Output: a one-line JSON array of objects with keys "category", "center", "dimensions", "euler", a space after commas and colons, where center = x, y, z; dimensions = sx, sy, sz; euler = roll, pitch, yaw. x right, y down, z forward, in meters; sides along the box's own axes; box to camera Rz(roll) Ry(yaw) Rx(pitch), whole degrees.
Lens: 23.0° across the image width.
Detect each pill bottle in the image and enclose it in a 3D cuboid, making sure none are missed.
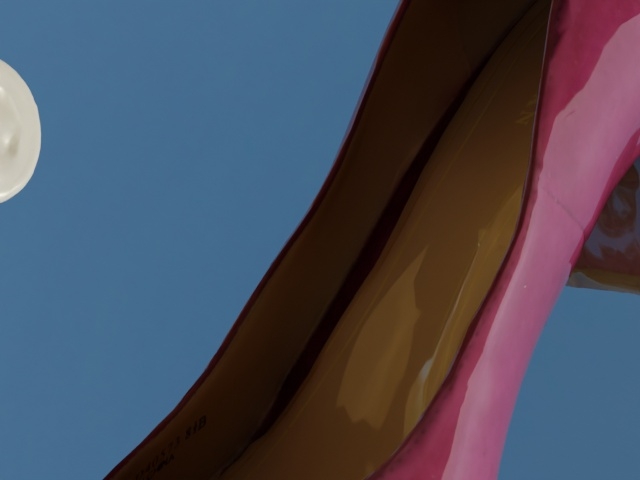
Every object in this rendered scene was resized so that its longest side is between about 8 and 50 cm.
[{"category": "pill bottle", "center": [-0.186, -0.043, 0.694], "dimensions": [0.120, 0.067, 0.067], "euler": [-5, -102, 39]}]

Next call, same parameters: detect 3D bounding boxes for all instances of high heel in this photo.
[{"category": "high heel", "center": [0.000, 0.000, 0.436], "dimensions": [0.127, 0.377, 0.181], "euler": [1, -57, 44]}]
